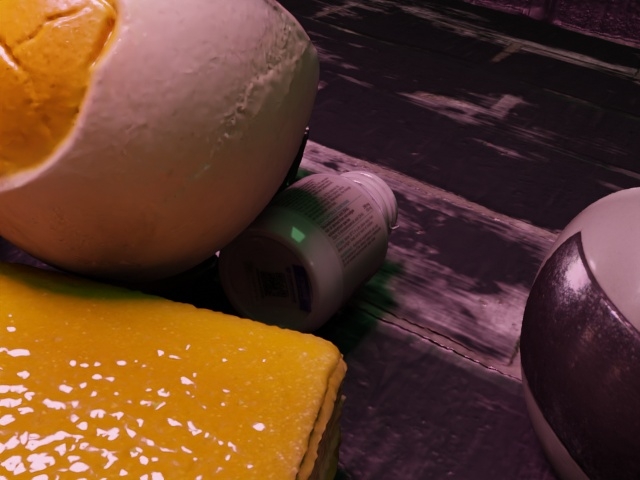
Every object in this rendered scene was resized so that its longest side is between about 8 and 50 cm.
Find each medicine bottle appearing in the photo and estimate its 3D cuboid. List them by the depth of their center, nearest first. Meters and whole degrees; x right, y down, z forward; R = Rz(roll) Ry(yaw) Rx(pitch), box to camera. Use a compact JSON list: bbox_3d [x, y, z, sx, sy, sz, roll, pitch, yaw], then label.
[{"bbox_3d":[0.000,0.000,0.790,0.135,0.135,0.215,22,33,20],"label":"medicine bottle"}]

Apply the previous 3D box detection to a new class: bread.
[{"bbox_3d":[-0.167,0.158,0.474,0.333,0.143,0.324,14,30,9],"label":"bread"}]

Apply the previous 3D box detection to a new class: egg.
[{"bbox_3d":[-0.165,-0.064,0.617,0.337,0.337,0.201,3,65,-11],"label":"egg"}]

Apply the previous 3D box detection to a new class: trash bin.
[{"bbox_3d":[0.382,0.099,0.610,0.431,0.280,0.280,0,32,-22],"label":"trash bin"}]

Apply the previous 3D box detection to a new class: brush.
[{"bbox_3d":[-0.112,-0.001,0.826,0.301,0.071,0.084,-17,36,-37],"label":"brush"}]

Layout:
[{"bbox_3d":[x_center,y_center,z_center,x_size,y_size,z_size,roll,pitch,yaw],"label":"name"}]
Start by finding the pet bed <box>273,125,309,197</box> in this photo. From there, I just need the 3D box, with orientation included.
[{"bbox_3d":[-0.137,-0.139,0.983,0.210,0.159,0.183,15,57,12],"label":"pet bed"}]
